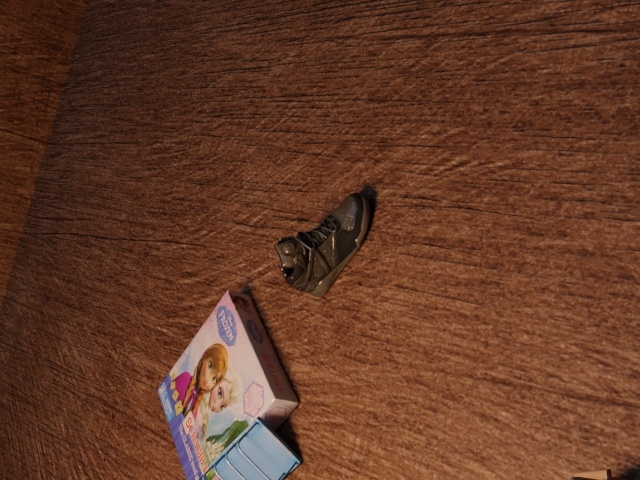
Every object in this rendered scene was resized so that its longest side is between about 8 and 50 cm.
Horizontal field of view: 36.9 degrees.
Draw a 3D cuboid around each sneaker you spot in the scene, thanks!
[{"bbox_3d":[0.000,0.000,1.831,0.227,0.130,0.087,-55,42,18],"label":"sneaker"}]

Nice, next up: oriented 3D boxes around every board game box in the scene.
[{"bbox_3d":[-0.205,0.325,2.007,0.318,0.066,0.318,-54,41,22],"label":"board game box"}]

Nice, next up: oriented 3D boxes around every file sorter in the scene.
[{"bbox_3d":[-0.145,0.443,1.813,0.118,0.104,0.170,45,119,4],"label":"file sorter"}]

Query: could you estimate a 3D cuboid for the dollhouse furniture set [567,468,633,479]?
[{"bbox_3d":[0.240,0.477,1.304,0.356,0.174,0.303,-22,59,45],"label":"dollhouse furniture set"}]
